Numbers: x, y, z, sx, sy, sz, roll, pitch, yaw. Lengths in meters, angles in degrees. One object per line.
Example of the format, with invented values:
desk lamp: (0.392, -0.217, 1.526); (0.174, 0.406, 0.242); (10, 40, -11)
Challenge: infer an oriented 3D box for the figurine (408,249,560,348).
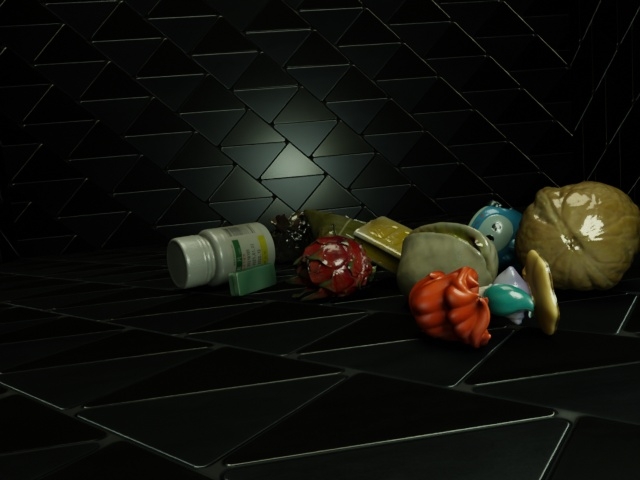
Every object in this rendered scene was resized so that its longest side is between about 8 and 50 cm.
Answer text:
figurine: (0.307, 0.118, 0.984); (0.257, 0.180, 0.208); (-12, 35, 5)

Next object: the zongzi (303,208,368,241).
zongzi: (0.000, 0.000, 1.840); (0.418, 0.181, 0.447); (26, 22, 25)

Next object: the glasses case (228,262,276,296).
glasses case: (-0.220, 0.127, 1.659); (0.040, 0.077, 0.184); (-5, 6, 36)

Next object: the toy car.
toy car: (0.586, -0.002, 1.598); (0.255, 0.188, 0.190); (25, 11, -28)

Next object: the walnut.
walnut: (0.663, -0.011, 1.317); (0.333, 0.332, 0.333); (-5, 7, 1)

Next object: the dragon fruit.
dragon fruit: (0.027, 0.081, 1.481); (0.274, 0.193, 0.192); (-5, 37, 9)

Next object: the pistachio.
pistachio: (0.304, 0.061, 1.217); (0.208, 0.226, 0.332); (-32, 1, -19)

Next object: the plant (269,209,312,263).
plant: (-0.132, -0.017, 2.201); (0.178, 0.233, 0.204); (-8, 11, 28)

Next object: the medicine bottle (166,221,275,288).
medicine bottle: (-0.354, 0.056, 1.812); (0.340, 0.208, 0.208); (-11, 9, -38)

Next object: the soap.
soap: (0.251, 0.032, 1.565); (0.274, 0.089, 0.174); (30, 39, 32)
